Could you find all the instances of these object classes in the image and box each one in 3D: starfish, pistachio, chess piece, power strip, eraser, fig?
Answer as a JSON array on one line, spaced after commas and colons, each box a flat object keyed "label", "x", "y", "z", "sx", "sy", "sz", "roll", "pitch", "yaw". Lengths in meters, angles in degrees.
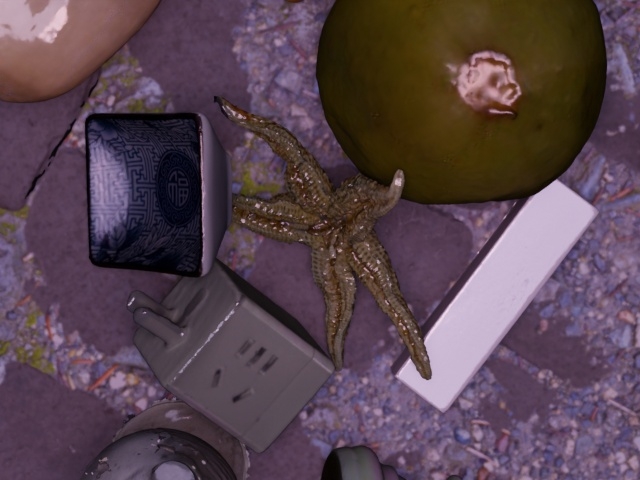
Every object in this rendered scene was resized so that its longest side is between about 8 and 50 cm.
[{"label": "starfish", "x": 0.002, "y": 0.000, "z": 1.827, "sx": 0.347, "sy": 0.358, "sz": 0.078, "roll": 27, "pitch": 51, "yaw": 25}, {"label": "pistachio", "x": -0.296, "y": -0.284, "z": 1.802, "sx": 0.187, "sy": 0.187, "sz": 0.299, "roll": 43, "pitch": 90, "yaw": -3}, {"label": "chess piece", "x": 0.141, "y": 0.314, "z": 1.885, "sx": 0.271, "sy": 0.139, "sz": 0.139, "roll": 3, "pitch": 93, "yaw": -12}, {"label": "power strip", "x": -0.118, "y": 0.111, "z": 1.802, "sx": 0.140, "sy": 0.139, "sz": 0.224, "roll": -48, "pitch": 122, "yaw": 3}, {"label": "eraser", "x": 0.203, "y": 0.059, "z": 1.886, "sx": 0.078, "sy": 0.076, "sz": 0.298, "roll": 37, "pitch": 91, "yaw": -3}, {"label": "fig", "x": 0.156, "y": -0.188, "z": 1.740, "sx": 0.343, "sy": 0.343, "sz": 0.343, "roll": 0, "pitch": 93, "yaw": -1}]

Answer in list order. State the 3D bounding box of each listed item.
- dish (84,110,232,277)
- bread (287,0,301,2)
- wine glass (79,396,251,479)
[{"label": "dish", "x": -0.174, "y": -0.056, "z": 1.824, "sx": 0.080, "sy": 0.243, "sz": 0.182, "roll": -5, "pitch": 96, "yaw": -39}, {"label": "bread", "x": -0.064, "y": -0.375, "z": 1.845, "sx": 0.217, "sy": 0.098, "sz": 0.147, "roll": 38, "pitch": 90, "yaw": -2}, {"label": "wine glass", "x": -0.169, "y": 0.284, "z": 1.750, "sx": 0.190, "sy": 0.357, "sz": 0.191, "roll": 0, "pitch": 92, "yaw": 1}]
